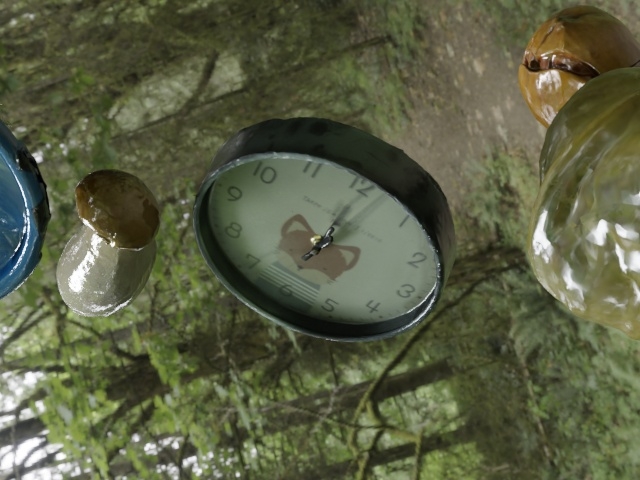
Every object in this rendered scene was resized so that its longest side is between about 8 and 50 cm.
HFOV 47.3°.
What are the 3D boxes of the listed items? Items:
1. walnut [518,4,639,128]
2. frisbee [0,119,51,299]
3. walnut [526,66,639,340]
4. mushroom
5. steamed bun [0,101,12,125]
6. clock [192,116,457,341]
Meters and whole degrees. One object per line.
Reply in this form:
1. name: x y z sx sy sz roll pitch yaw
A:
1. walnut: 0.477 -0.263 1.283 0.336 0.209 0.209 35 -148 -46
2. frisbee: -0.281 -0.036 0.426 0.242 0.242 0.045 67 -167 -44
3. walnut: 0.351 -0.034 0.754 0.282 0.253 0.276 -58 -26 -57
4. mushroom: -0.287 0.021 0.988 0.350 0.128 0.128 129 131 -57
5. steamed bun: -0.528 -0.129 0.832 0.312 0.233 0.334 52 -159 -3
6. clock: 0.000 0.000 0.888 0.067 0.325 0.325 -66 -34 -42
